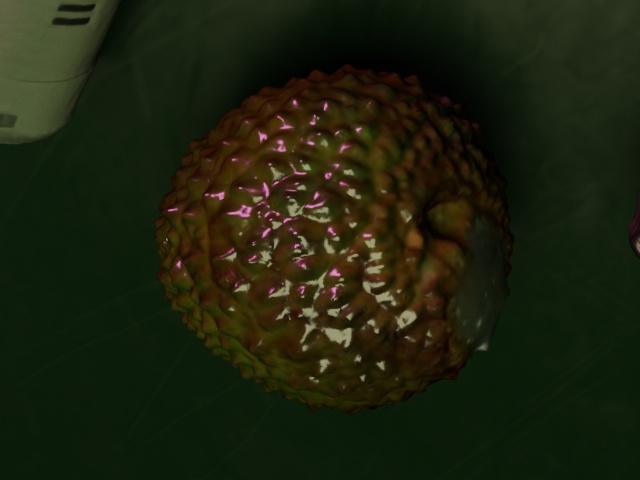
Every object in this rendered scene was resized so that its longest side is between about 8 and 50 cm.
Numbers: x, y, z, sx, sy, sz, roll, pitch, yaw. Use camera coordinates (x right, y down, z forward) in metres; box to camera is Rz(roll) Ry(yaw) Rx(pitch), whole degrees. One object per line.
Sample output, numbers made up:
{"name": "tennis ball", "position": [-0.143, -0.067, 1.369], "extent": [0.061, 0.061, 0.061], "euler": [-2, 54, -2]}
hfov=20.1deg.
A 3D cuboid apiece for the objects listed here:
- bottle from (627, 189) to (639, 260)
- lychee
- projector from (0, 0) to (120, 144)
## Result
{"name": "bottle", "position": [0.265, 0.015, 0.774], "extent": [0.260, 0.112, 0.112], "euler": [18, 121, 2]}
{"name": "lychee", "position": [0.000, 0.000, 0.803], "extent": [0.171, 0.171, 0.171], "euler": [5, 120, 10]}
{"name": "projector", "position": [-0.093, -0.201, 0.736], "extent": [0.108, 0.108, 0.337], "euler": [27, 121, -3]}
